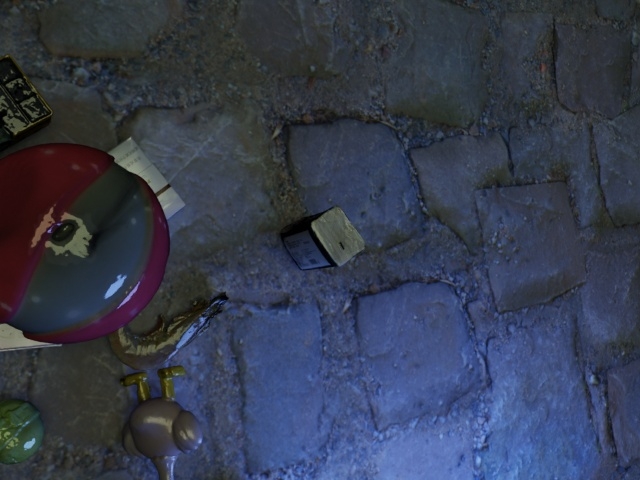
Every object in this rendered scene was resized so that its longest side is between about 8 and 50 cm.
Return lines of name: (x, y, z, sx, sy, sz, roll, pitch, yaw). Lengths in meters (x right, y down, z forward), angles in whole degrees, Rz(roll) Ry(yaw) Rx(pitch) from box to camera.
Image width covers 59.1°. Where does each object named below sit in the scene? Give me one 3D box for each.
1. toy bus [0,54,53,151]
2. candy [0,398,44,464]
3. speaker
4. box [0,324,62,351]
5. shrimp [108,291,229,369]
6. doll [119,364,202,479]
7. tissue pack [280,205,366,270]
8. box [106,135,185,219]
toy bus: (-0.574, -0.141, 0.826, 0.335, 0.123, 0.121, -40, 105, -24)
candy: (-0.552, 0.206, 0.843, 0.335, 0.092, 0.093, 46, 55, -8)
speaker: (-0.363, 0.009, 0.835, 0.294, 0.294, 0.294, 2, 85, -27)
box: (-0.483, 0.108, 0.894, 0.130, 0.051, 0.129, -1, 87, -26)
shrimp: (-0.273, 0.127, 1.003, 0.219, 0.046, 0.152, -33, 104, -25)
doll: (-0.248, 0.397, 0.940, 0.094, 0.160, 0.365, -21, 96, -69)
tissue pack: (-0.001, 0.000, 1.082, 0.090, 0.170, 0.103, -37, 100, -25)
box: (-0.321, -0.097, 1.000, 0.084, 0.040, 0.154, -44, 106, -26)
